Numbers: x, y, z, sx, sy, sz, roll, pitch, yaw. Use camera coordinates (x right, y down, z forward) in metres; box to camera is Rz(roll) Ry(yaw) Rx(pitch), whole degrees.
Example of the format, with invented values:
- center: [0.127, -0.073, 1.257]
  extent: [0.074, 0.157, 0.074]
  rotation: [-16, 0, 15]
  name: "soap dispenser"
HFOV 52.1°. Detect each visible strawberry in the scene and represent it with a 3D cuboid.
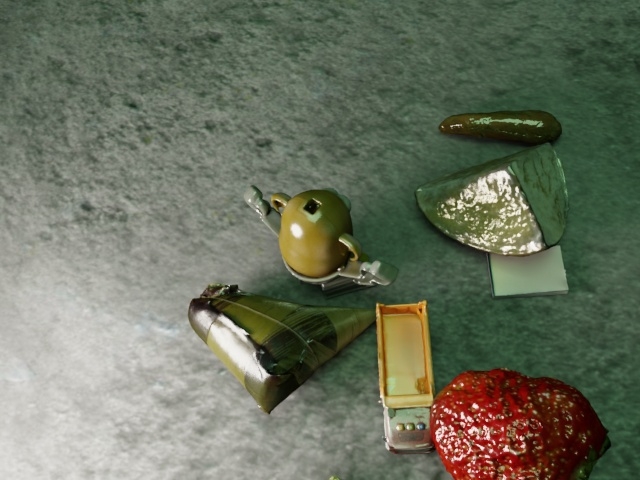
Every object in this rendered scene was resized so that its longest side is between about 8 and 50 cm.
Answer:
- center: [0.320, 0.332, 1.105]
  extent: [0.276, 0.257, 0.257]
  rotation: [30, 72, 6]
  name: "strawberry"

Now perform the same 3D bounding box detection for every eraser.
- center: [0.424, 0.064, 1.346]
  extent: [0.150, 0.023, 0.104]
  rotation: [-5, 64, 7]
  name: "eraser"

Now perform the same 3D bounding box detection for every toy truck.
- center: [0.164, 0.257, 1.235]
  extent: [0.114, 0.135, 0.270]
  rotation: [-5, 64, 7]
  name: "toy truck"

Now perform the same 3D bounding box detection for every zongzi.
- center: [-0.077, 0.153, 1.345]
  extent: [0.317, 0.154, 0.289]
  rotation: [-32, 58, -28]
  name: "zongzi"

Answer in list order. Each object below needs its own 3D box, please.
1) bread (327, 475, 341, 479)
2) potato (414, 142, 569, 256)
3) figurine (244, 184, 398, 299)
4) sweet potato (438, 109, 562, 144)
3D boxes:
- center: [0.099, 0.496, 1.160]
  extent: [0.226, 0.088, 0.049]
  rotation: [30, 75, 20]
  name: "bread"
- center: [0.371, -0.071, 1.386]
  extent: [0.264, 0.211, 0.189]
  rotation: [-13, 101, 40]
  name: "potato"
- center: [0.000, 0.001, 1.305]
  extent: [0.342, 0.285, 0.167]
  rotation: [9, 68, 16]
  name: "figurine"
- center: [0.404, -0.258, 1.477]
  extent: [0.273, 0.075, 0.075]
  rotation: [4, 65, 13]
  name: "sweet potato"
